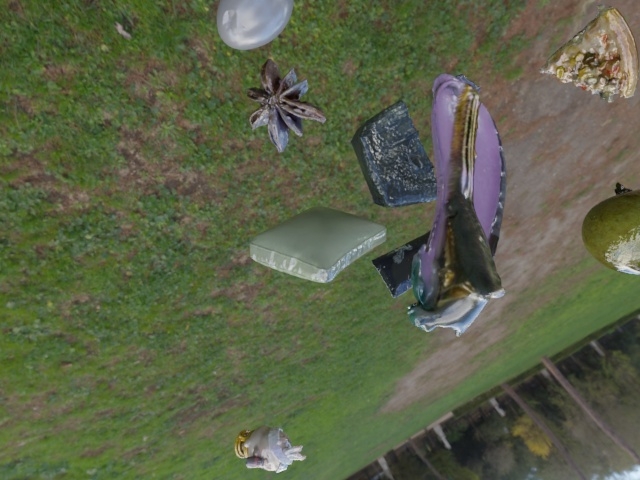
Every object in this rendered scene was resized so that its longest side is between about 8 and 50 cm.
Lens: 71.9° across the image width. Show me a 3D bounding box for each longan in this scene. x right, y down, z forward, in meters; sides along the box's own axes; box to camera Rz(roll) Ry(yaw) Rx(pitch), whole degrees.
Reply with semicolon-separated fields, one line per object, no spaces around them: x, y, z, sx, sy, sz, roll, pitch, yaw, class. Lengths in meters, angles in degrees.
0.530;-0.025;0.746;0.155;0.176;0.145;3;145;-13;longan

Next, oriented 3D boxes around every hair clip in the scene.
0.169;-0.060;0.506;0.110;0.358;0.095;9;145;8;hair clip

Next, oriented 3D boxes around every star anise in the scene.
-0.099;-0.340;1.124;0.093;0.237;0.229;-23;123;-63;star anise

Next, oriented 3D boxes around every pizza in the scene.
0.511;-0.350;0.864;0.052;0.195;0.185;-36;112;-14;pizza

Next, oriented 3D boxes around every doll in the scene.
-0.089;0.353;0.737;0.127;0.073;0.084;-8;-176;33;doll

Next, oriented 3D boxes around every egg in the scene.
-0.181;-0.623;1.195;0.232;0.176;0.176;-42;151;-3;egg

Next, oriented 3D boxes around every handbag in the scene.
0.190;-0.203;1.116;0.175;0.270;0.089;-24;-173;-7;handbag

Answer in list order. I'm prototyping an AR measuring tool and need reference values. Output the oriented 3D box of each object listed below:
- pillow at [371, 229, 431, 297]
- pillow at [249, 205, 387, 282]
0.262;0.060;1.236;0.209;0.141;0.055;-26;145;-5;pillow
0.000;0.000;1.155;0.322;0.256;0.119;-31;130;-51;pillow
